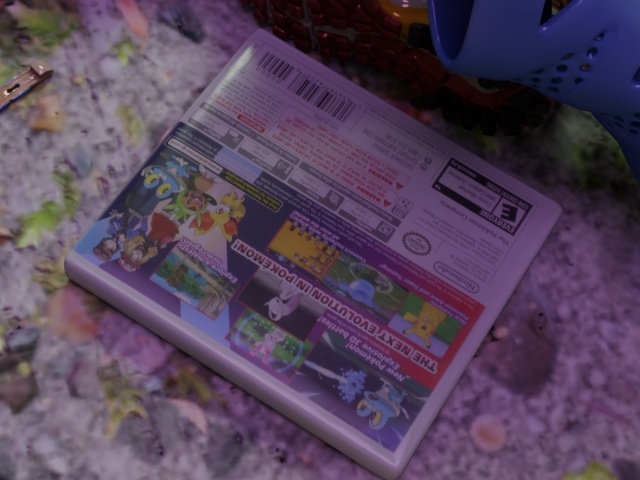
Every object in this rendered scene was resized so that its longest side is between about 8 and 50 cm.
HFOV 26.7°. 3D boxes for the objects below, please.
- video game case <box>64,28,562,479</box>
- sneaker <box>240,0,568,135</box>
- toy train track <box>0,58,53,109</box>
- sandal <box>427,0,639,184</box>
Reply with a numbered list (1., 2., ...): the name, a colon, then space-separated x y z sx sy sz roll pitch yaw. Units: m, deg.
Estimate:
1. video game case: 0.000 0.000 0.713 0.201 0.023 0.183 32 63 8
2. sneaker: 0.039 -0.147 0.768 0.225 0.088 0.093 30 58 -2
3. toy train track: -0.181 -0.075 0.732 0.083 0.014 0.048 -39 74 -24
4. sandal: 0.109 -0.125 0.661 0.138 0.126 0.317 -40 114 -7
